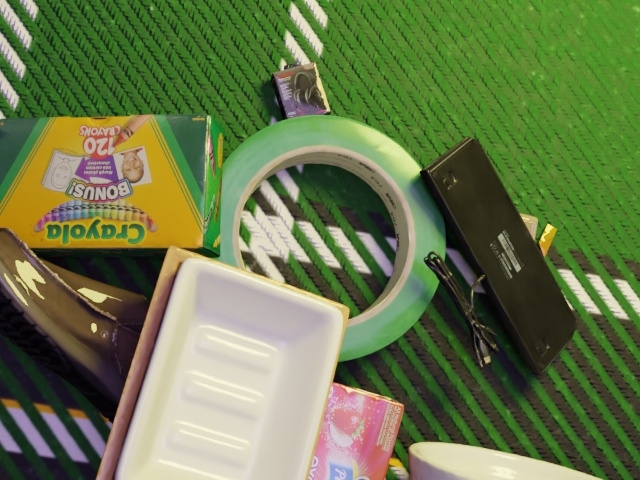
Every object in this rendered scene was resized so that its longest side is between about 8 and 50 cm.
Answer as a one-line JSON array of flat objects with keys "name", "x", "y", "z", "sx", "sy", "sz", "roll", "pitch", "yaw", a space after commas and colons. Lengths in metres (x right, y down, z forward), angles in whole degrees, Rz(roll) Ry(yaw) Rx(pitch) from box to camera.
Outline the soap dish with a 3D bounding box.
[{"name": "soap dish", "x": -0.111, "y": 0.180, "z": 1.101, "sx": 0.229, "sy": 0.118, "sz": 0.291, "roll": 20, "pitch": 72, "yaw": -16}]

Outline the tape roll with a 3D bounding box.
[{"name": "tape roll", "x": 0.000, "y": 0.000, "z": 1.272, "sx": 0.321, "sy": 0.077, "sz": 0.321, "roll": 1, "pitch": 83, "yaw": -9}]

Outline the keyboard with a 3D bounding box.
[{"name": "keyboard", "x": 0.218, "y": 0.038, "z": 1.271, "sx": 0.201, "sy": 0.033, "sz": 0.317, "roll": -37, "pitch": 101, "yaw": -38}]

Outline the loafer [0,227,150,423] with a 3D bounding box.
[{"name": "loafer", "x": -0.276, "y": 0.107, "z": 1.173, "sx": 0.366, "sy": 0.134, "sz": 0.130, "roll": 49, "pitch": 59, "yaw": -23}]

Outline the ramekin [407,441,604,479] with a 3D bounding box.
[{"name": "ramekin", "x": 0.231, "y": 0.343, "z": 1.166, "sx": 0.277, "sy": 0.277, "sz": 0.135, "roll": 11, "pitch": 88, "yaw": -7}]

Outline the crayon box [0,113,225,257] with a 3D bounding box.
[{"name": "crayon box", "x": -0.262, "y": -0.064, "z": 1.197, "sx": 0.278, "sy": 0.081, "sz": 0.165, "roll": 0, "pitch": 81, "yaw": 9}]

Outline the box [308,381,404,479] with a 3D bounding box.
[{"name": "box", "x": 0.003, "y": 0.308, "z": 1.203, "sx": 0.122, "sy": 0.128, "sz": 0.257, "roll": 18, "pitch": 79, "yaw": -6}]

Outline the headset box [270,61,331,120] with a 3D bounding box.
[{"name": "headset box", "x": -0.028, "y": -0.201, "z": 1.317, "sx": 0.062, "sy": 0.032, "sz": 0.083, "roll": -16, "pitch": 86, "yaw": -11}]

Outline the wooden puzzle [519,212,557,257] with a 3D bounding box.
[{"name": "wooden puzzle", "x": 0.267, "y": -0.005, "z": 1.347, "sx": 0.116, "sy": 0.014, "sz": 0.078, "roll": 19, "pitch": 75, "yaw": -6}]
